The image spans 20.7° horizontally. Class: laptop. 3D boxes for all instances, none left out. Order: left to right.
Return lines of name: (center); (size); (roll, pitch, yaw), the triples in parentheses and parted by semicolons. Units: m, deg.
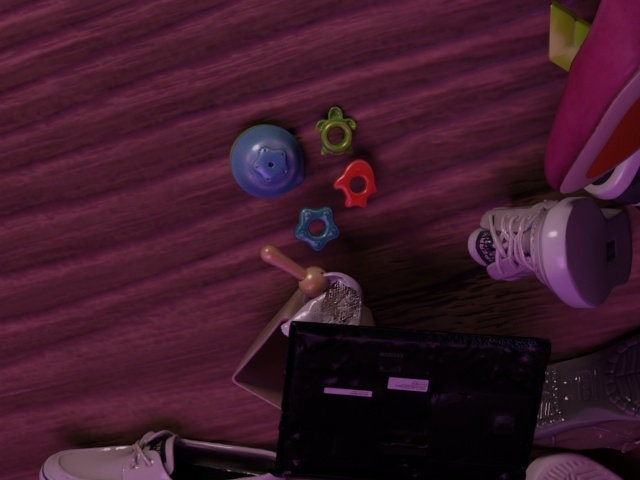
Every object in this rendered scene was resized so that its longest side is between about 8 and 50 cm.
laptop: (0.075, 0.161, 1.653); (0.234, 0.136, 0.264); (4, 120, -4)

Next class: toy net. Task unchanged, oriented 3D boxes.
toy net: (0.000, 0.000, 1.607); (0.122, 0.045, 0.232); (-16, 99, -7)

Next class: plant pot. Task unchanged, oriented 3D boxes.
plant pot: (-0.005, 0.100, 1.701); (0.109, 0.096, 0.109); (31, 130, -11)

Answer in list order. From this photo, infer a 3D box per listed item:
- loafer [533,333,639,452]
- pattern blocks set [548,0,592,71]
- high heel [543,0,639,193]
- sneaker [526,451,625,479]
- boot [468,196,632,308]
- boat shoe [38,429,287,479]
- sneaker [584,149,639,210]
loafer: (0.297, 0.149, 1.680); (0.251, 0.094, 0.087); (-12, 149, 34)
pattern blocks set: (0.272, -0.247, 1.351); (0.325, 0.026, 0.285); (38, 112, -3)
high heel: (0.235, -0.221, 1.321); (0.181, 0.127, 0.377); (45, 120, 26)
sneaker: (0.322, 0.337, 1.781); (0.350, 0.131, 0.148); (41, 157, -9)
boot: (0.184, 0.011, 1.499); (0.123, 0.258, 0.095); (-2, 88, 20)
boat shoe: (-0.167, 0.246, 1.864); (0.268, 0.096, 0.088); (9, 126, 6)
sneaker: (0.312, -0.121, 1.467); (0.121, 0.079, 0.217); (15, 116, -36)
